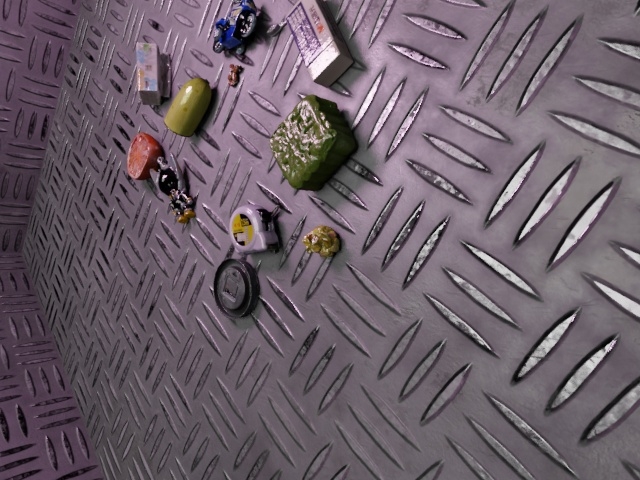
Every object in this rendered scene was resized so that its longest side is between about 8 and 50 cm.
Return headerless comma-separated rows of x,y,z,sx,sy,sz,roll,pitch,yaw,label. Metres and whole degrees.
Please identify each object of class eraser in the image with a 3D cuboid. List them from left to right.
-0.007,-0.625,1.275,0.124,0.081,0.279,-34,67,34,eraser

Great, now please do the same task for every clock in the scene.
-0.316,0.178,1.531,0.226,0.049,0.226,-2,86,39,clock

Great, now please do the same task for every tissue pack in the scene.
-0.772,-0.770,1.918,0.159,0.145,0.229,158,110,-72,tissue pack

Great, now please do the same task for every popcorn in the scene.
-0.001,0.000,1.246,0.109,0.089,0.097,9,83,44,popcorn

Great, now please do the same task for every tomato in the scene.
-0.832,-0.397,1.966,0.237,0.095,0.236,-6,81,43,tomato

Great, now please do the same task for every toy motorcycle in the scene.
-0.318,-0.805,1.537,0.315,0.113,0.169,8,83,49,toy motorcycle

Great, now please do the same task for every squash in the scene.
-0.536,-0.561,1.694,0.247,0.132,0.132,-50,59,28,squash

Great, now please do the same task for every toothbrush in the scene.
-0.053,-0.781,1.355,0.354,0.029,0.024,-20,89,38,toothbrush

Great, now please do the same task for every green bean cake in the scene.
-0.028,-0.297,1.251,0.248,0.125,0.222,-42,63,31,green bean cake

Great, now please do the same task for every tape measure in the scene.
-0.229,-0.039,1.434,0.196,0.105,0.178,-3,93,42,tape measure

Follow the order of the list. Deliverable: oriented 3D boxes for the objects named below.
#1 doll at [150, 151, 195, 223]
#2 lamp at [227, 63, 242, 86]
-0.634,-0.230,1.783,0.145,0.103,0.316,-41,71,49,doll
-0.335,-0.638,1.593,0.063,0.031,0.083,28,110,39,lamp
